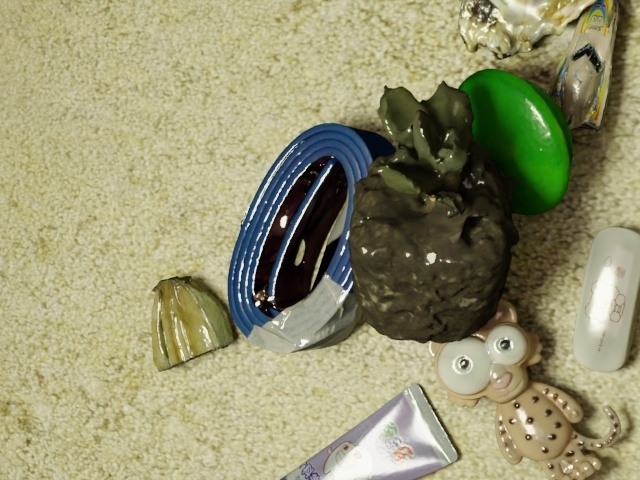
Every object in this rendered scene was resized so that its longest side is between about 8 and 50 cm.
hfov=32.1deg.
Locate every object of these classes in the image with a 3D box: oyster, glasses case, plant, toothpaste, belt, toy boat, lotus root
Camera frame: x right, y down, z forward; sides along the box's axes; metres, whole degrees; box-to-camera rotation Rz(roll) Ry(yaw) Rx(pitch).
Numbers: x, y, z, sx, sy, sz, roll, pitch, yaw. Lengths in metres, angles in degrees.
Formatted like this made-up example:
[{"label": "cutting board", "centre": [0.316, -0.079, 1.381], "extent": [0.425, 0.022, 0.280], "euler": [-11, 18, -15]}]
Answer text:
[{"label": "oyster", "centre": [0.306, -0.385, 1.460], "extent": [0.354, 0.107, 0.201], "euler": [-34, 91, 35]}, {"label": "glasses case", "centre": [0.381, 0.077, 1.464], "extent": [0.074, 0.049, 0.193], "euler": [13, 96, 28]}, {"label": "plant", "centre": [0.143, -0.036, 1.396], "extent": [0.213, 0.215, 0.312], "euler": [7, 131, 4]}, {"label": "toothpaste", "centre": [0.025, 0.354, 1.659], "extent": [0.371, 0.080, 0.125], "euler": [-33, 72, 17]}, {"label": "belt", "centre": [0.000, 0.000, 1.635], "extent": [0.212, 0.117, 0.347], "euler": [29, 102, 25]}, {"label": "toy boat", "centre": [0.353, -0.242, 1.467], "extent": [0.084, 0.066, 0.210], "euler": [16, 97, 26]}, {"label": "lotus root", "centre": [-0.207, 0.125, 1.774], "extent": [0.143, 0.070, 0.144], "euler": [-15, 88, 34]}]

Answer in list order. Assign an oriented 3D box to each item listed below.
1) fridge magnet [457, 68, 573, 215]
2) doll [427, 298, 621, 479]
[{"label": "fridge magnet", "centre": [0.254, -0.131, 1.474], "extent": [0.208, 0.088, 0.208], "euler": [43, 149, 34]}, {"label": "doll", "centre": [0.269, 0.208, 1.494], "extent": [0.154, 0.119, 0.278], "euler": [-45, 76, 7]}]
